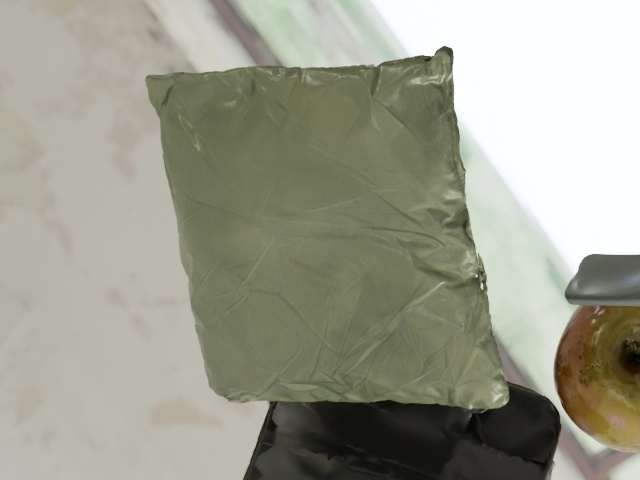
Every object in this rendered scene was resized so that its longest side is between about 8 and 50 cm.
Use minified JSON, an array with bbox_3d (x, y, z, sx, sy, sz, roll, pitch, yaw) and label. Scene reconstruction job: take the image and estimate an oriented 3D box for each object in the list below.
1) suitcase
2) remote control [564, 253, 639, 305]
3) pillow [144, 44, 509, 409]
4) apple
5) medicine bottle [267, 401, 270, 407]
[{"bbox_3d":[0.043,0.296,1.736,0.283,0.434,0.194,18,166,7],"label":"suitcase"},{"bbox_3d":[0.259,0.025,1.434,0.027,0.184,0.050,56,-129,-31],"label":"remote control"},{"bbox_3d":[-0.001,-0.001,1.509,0.076,0.274,0.281,-31,-65,-53],"label":"pillow"},{"bbox_3d":[0.267,0.110,1.685,0.146,0.146,0.146,48,-161,-23],"label":"apple"},{"bbox_3d":[-0.021,0.058,2.154,0.141,0.141,0.293,-54,-51,-71],"label":"medicine bottle"}]
